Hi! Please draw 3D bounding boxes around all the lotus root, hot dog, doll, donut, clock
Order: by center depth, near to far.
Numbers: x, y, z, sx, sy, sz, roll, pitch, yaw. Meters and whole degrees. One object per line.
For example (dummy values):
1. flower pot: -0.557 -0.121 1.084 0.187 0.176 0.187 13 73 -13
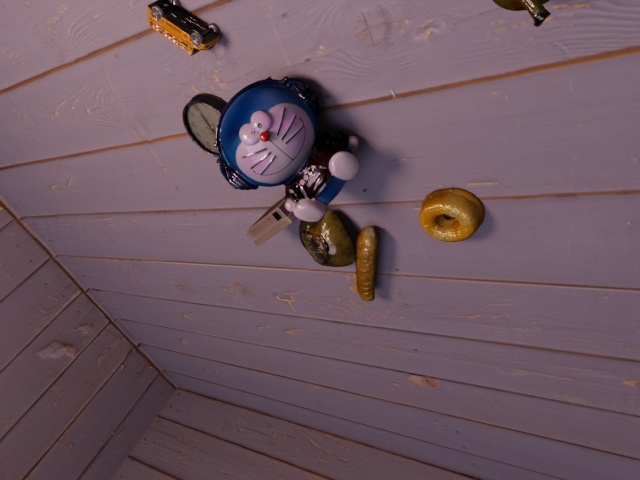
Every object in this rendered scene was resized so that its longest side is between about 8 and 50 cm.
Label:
1. doll: -0.085 -0.216 1.055 0.310 0.240 0.284 31 103 -19
2. donut: 0.306 -0.054 1.086 0.152 0.058 0.152 22 142 18
3. clock: -0.294 -0.307 1.250 0.184 0.040 0.184 19 140 17
4. lotus root: 0.002 0.004 1.305 0.203 0.078 0.183 56 146 -1
5. hot dog: 0.133 0.076 1.322 0.061 0.088 0.286 -10 132 -5

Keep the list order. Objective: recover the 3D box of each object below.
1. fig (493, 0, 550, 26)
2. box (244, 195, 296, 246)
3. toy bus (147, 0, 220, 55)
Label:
1. fig: 0.279 -0.388 0.643 0.142 0.186 0.148 10 131 52
2. box: -0.114 -0.072 1.296 0.058 0.141 0.201 48 139 -11
3. toy bus: -0.312 -0.483 1.051 0.162 0.069 0.074 34 143 1
